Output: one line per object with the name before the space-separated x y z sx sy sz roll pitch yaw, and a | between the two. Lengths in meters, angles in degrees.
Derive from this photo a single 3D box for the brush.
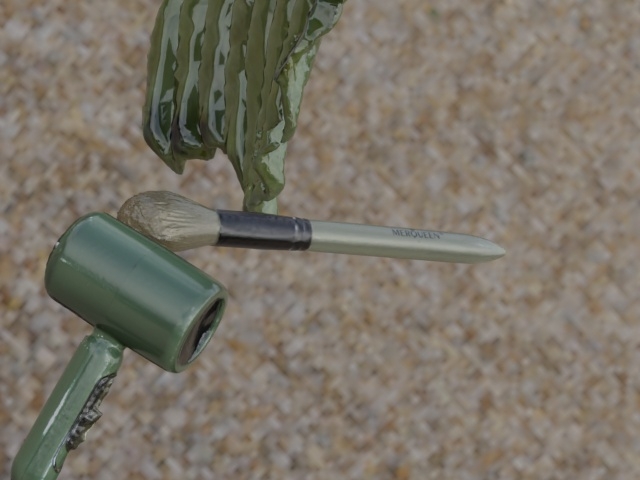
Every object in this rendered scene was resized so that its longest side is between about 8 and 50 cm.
brush | 0.000 0.000 1.322 0.299 0.039 0.042 7 80 -28

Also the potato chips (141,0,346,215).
potato chips | -0.021 -0.211 1.544 0.097 0.389 0.373 23 6 -25

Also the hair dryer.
hair dryer | -0.105 0.067 0.840 0.071 0.150 0.047 30 4 15
